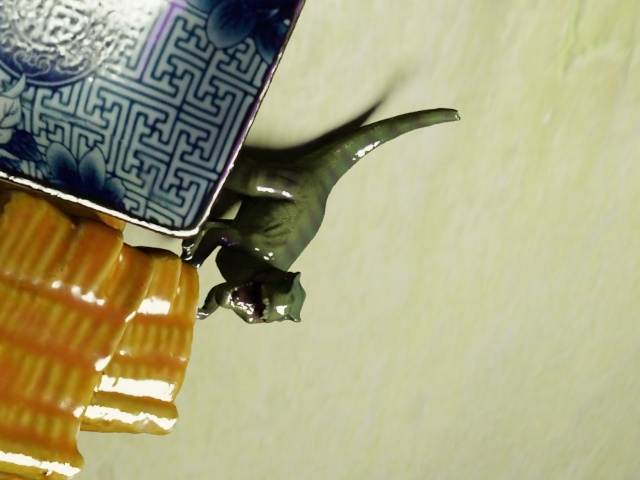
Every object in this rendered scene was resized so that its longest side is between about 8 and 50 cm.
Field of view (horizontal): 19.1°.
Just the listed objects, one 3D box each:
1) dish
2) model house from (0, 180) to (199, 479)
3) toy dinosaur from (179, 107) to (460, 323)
[{"bbox_3d":[-0.138,-0.120,1.005,0.243,0.080,0.182,19,98,-41],"label":"dish"},{"bbox_3d":[-0.192,0.060,1.059,0.219,0.229,0.199,-42,135,10],"label":"model house"},{"bbox_3d":[0.000,0.000,1.191,0.179,0.187,0.087,1,136,-2],"label":"toy dinosaur"}]
